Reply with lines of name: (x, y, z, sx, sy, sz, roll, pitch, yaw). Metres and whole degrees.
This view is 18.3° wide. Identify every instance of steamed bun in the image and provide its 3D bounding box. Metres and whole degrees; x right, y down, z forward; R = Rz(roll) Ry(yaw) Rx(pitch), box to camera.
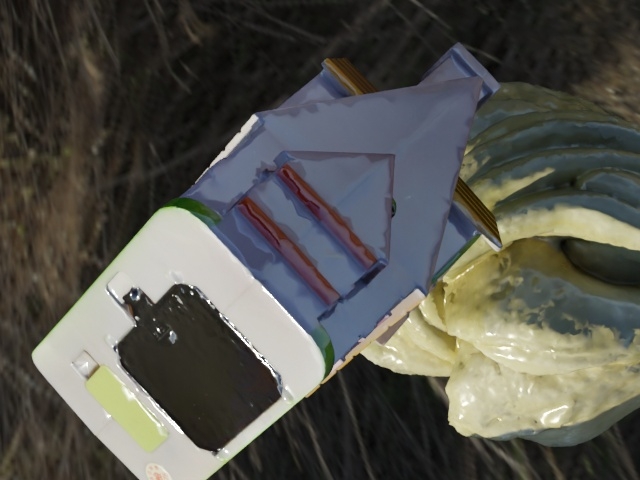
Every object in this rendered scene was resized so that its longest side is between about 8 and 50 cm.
steamed bun: (0.178, 0.019, 1.793, 0.372, 0.230, 0.325, 36, 100, 18)

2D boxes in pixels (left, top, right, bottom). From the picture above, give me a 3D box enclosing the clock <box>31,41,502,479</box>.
clock: (0.000, 0.000, 1.292, 0.166, 0.235, 0.309, 46, 50, 0)
